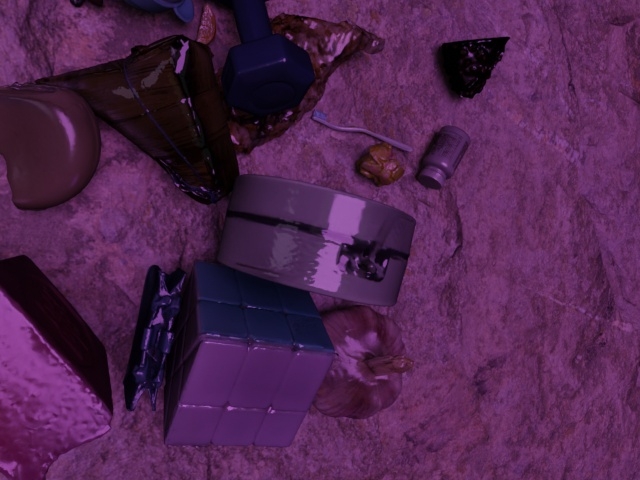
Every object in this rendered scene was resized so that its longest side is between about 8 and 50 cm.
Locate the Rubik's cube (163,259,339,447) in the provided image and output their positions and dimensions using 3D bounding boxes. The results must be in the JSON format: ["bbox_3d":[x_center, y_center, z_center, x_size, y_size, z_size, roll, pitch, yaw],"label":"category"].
[{"bbox_3d":[-0.135,0.196,0.799,0.224,0.231,0.222,14,112,-23],"label":"Rubik's cube"}]

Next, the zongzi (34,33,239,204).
[{"bbox_3d":[-0.313,-0.190,0.810,0.299,0.138,0.286,-10,114,0],"label":"zongzi"}]

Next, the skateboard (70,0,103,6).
[{"bbox_3d":[-0.390,-0.480,0.782,0.080,0.067,0.152,-7,91,-33],"label":"skateboard"}]

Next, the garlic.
[{"bbox_3d":[0.097,0.249,0.930,0.244,0.253,0.245,3,83,-27],"label":"garlic"}]

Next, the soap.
[{"bbox_3d":[-0.413,0.149,0.635,0.128,0.359,0.233,-38,107,-21],"label":"soap"}]

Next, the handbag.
[{"bbox_3d":[-0.284,0.159,0.791,0.062,0.179,0.229,13,85,-23],"label":"handbag"}]

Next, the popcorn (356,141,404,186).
[{"bbox_3d":[0.135,-0.165,1.009,0.089,0.109,0.097,-43,72,15],"label":"popcorn"}]

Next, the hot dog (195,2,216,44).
[{"bbox_3d":[-0.216,-0.404,0.874,0.034,0.030,0.090,13,88,-25],"label":"hot dog"}]

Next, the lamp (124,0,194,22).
[{"bbox_3d":[-0.307,-0.493,0.726,0.284,0.147,0.210,6,76,-48],"label":"lamp"}]

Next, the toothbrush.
[{"bbox_3d":[0.098,-0.238,1.027,0.262,0.022,0.026,15,98,-24],"label":"toothbrush"}]

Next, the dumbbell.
[{"bbox_3d":[-0.119,-0.386,0.800,0.159,0.144,0.325,-15,77,4],"label":"dumbbell"}]

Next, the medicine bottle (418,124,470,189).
[{"bbox_3d":[0.290,-0.194,1.083,0.079,0.079,0.140,34,78,-21],"label":"medicine bottle"}]

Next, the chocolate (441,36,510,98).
[{"bbox_3d":[0.360,-0.408,1.090,0.156,0.156,0.133,-16,118,-22],"label":"chocolate"}]

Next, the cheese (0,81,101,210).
[{"bbox_3d":[-0.445,-0.146,0.730,0.175,0.091,0.203,8,102,-3],"label":"cheese"}]

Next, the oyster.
[{"bbox_3d":[-0.062,-0.355,0.908,0.396,0.111,0.204,-43,105,-12],"label":"oyster"}]

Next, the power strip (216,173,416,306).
[{"bbox_3d":[0.000,0.000,0.810,0.357,0.357,0.162,15,88,-24],"label":"power strip"}]
